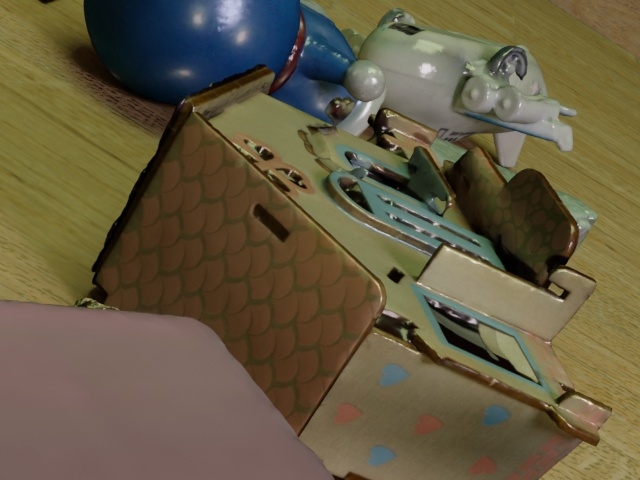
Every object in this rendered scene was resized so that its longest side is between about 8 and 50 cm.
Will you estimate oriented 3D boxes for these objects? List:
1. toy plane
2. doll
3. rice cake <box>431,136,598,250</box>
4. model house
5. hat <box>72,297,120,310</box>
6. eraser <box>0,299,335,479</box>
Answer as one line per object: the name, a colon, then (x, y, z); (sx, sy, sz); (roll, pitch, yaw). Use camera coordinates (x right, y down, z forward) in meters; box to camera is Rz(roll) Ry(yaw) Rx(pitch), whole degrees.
toy plane: (0.133, -0.144, 1.434); (0.266, 0.123, 0.267); (18, 8, -3)
doll: (-0.058, -0.165, 1.157); (0.215, 0.161, 0.257); (14, -7, 38)
rice cake: (0.141, -0.031, 1.275); (0.206, 0.069, 0.063); (19, 27, -27)
model house: (0.000, 0.000, 0.862); (0.244, 0.169, 0.326); (20, 25, -26)
hat: (-0.098, 0.070, 0.718); (0.077, 0.059, 0.076); (34, 4, -12)
eraser: (-0.128, 0.128, 0.456); (0.359, 0.122, 0.272); (11, 30, -46)
